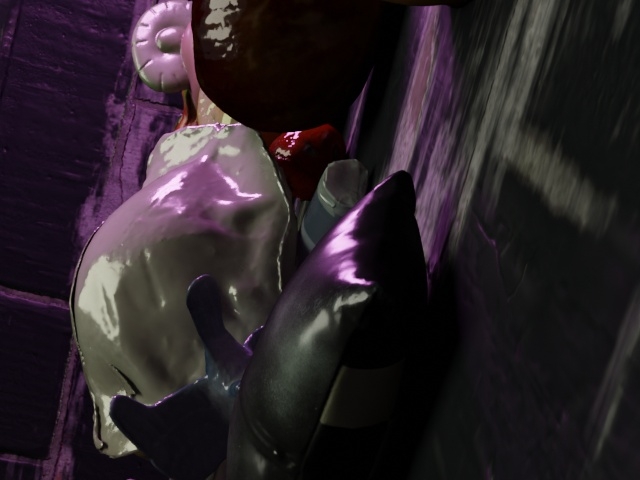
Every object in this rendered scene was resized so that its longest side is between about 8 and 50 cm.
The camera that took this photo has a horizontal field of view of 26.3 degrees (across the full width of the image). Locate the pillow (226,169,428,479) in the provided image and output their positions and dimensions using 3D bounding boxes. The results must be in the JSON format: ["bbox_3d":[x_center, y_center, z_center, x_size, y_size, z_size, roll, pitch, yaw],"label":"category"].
[{"bbox_3d":[0.004,0.092,0.876,0.186,0.106,0.250,-72,1,-66],"label":"pillow"}]

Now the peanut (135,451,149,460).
[{"bbox_3d":[-0.152,0.201,1.750,0.274,0.125,0.111,-38,-61,-53],"label":"peanut"}]

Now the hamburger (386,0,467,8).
[{"bbox_3d":[0.014,-0.375,1.000,0.396,0.277,0.396,-166,90,-82],"label":"hamburger"}]

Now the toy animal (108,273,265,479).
[{"bbox_3d":[-0.076,0.144,1.253,0.176,0.239,0.255,-4,116,56],"label":"toy animal"}]

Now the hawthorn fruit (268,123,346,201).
[{"bbox_3d":[-0.011,-0.091,1.509,0.093,0.093,0.093,-166,90,-84],"label":"hawthorn fruit"}]

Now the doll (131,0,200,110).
[{"bbox_3d":[-0.108,-0.222,1.873,0.216,0.284,0.268,106,152,-59],"label":"doll"}]

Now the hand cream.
[{"bbox_3d":[0.000,0.000,1.370,0.255,0.048,0.079,111,176,-62],"label":"hand cream"}]

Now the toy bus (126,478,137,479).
[{"bbox_3d":[-0.269,0.444,1.933,0.294,0.231,0.197,115,167,-64],"label":"toy bus"}]

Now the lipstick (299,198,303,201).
[{"bbox_3d":[-0.012,-0.107,1.755,0.037,0.037,0.116,131,147,-76],"label":"lipstick"}]

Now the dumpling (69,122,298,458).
[{"bbox_3d":[-0.135,0.044,1.401,0.260,0.181,0.341,-13,35,39],"label":"dumpling"}]

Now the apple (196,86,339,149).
[{"bbox_3d":[-0.056,-0.171,1.673,0.195,0.160,0.173,-11,77,40],"label":"apple"}]

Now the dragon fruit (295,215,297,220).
[{"bbox_3d":[-0.109,0.057,1.647,0.234,0.233,0.293,-103,-3,-76],"label":"dragon fruit"}]

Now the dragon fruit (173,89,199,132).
[{"bbox_3d":[-0.123,-0.138,2.032,0.198,0.200,0.269,-104,26,-58],"label":"dragon fruit"}]

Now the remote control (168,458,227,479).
[{"bbox_3d":[-0.127,0.290,1.596,0.221,0.103,0.332,-77,6,-57],"label":"remote control"}]

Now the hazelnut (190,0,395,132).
[{"bbox_3d":[-0.017,-0.223,1.401,0.218,0.218,0.234,146,129,-81],"label":"hazelnut"}]
